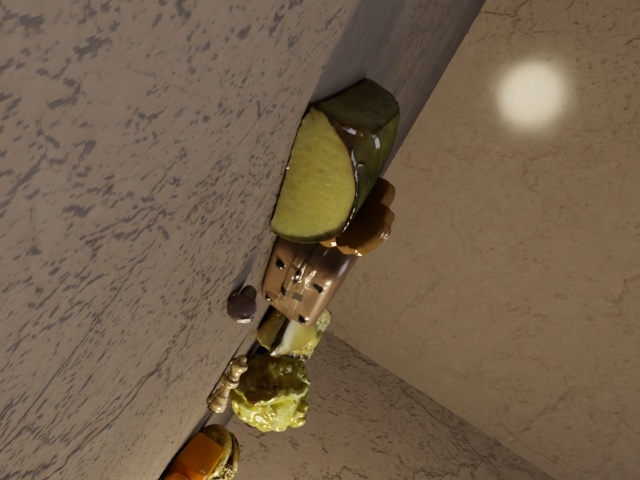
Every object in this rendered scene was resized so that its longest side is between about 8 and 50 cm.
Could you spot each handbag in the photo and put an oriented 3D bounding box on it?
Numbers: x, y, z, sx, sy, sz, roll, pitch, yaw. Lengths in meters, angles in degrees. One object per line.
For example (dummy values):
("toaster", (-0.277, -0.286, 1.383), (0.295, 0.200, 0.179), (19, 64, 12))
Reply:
("handbag", (0.011, 0.008, 1.158), (0.283, 0.149, 0.302), (-52, 171, -30))

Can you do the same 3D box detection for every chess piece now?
("chess piece", (-0.242, 0.374, 1.512), (0.172, 0.060, 0.060), (-61, 175, 14))

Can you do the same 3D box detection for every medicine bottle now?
("medicine bottle", (-0.390, 0.687, 1.667), (0.149, 0.112, 0.222), (-58, 175, 16))

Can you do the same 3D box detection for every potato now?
("potato", (0.052, -0.141, 0.829), (0.255, 0.112, 0.269), (-56, 177, -34))

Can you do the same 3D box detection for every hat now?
("hat", (-0.136, 0.105, 0.950), (0.058, 0.042, 0.087), (-56, -150, 16))

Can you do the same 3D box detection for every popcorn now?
("popcorn", (-0.156, 0.487, 1.867), (0.293, 0.293, 0.237), (-54, 133, -39))

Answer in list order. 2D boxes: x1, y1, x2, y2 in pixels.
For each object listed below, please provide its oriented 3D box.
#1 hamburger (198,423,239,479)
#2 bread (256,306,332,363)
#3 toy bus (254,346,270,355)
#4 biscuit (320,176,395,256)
("hamburger", (-0.350, 0.700, 1.858), (0.185, 0.177, 0.113), (-50, 144, -9))
("bread", (-0.083, 0.242, 1.693), (0.204, 0.162, 0.262), (-56, 153, -5))
("toy bus", (-0.202, 0.484, 2.203), (0.147, 0.127, 0.302), (-55, 176, 4))
("biscuit", (0.047, -0.054, 0.903), (0.144, 0.040, 0.236), (-43, -145, 11))
